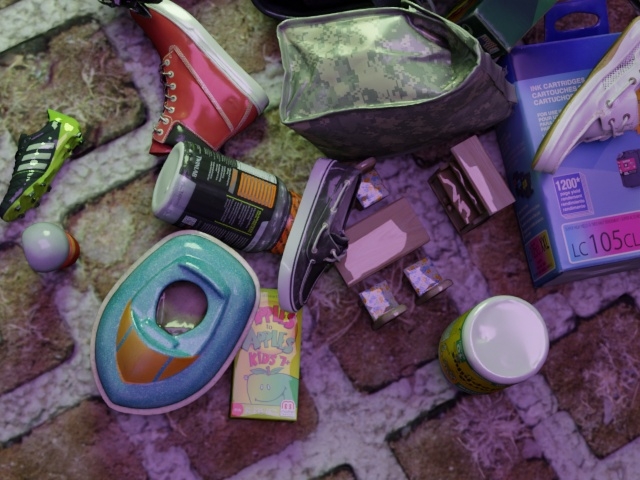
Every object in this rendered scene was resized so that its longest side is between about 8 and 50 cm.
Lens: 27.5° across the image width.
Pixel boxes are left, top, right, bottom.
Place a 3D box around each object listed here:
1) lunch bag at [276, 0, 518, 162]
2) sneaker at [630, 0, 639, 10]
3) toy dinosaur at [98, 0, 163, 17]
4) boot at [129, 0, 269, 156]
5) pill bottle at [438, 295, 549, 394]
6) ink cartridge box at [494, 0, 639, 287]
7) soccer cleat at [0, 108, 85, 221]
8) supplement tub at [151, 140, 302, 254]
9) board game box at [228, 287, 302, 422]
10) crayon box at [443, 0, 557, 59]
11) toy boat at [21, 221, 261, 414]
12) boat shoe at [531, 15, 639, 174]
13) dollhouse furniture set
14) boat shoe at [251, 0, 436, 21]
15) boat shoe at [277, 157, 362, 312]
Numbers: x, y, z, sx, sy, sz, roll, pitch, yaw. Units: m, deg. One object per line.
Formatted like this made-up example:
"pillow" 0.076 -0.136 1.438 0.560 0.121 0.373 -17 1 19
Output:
"lunch bag" 0.111 -0.216 1.780 0.287 0.235 0.168 -5 78 17
"sneaker" 0.497 -0.442 2.033 0.089 0.051 0.170 13 81 -6
"toy dinosaur" -0.263 -0.417 1.863 0.322 0.218 0.164 -24 110 17
"boot" -0.217 -0.221 1.862 0.244 0.088 0.176 45 77 -1
"pill bottle" 0.227 0.148 1.781 0.118 0.208 0.117 2 78 -9
"ink cartridge box" 0.404 -0.151 1.907 0.270 0.151 0.395 -10 78 -10
"soccer cleat" -0.403 -0.104 1.826 0.072 0.060 0.179 30 69 9
"supplement tub" -0.127 -0.053 1.809 0.190 0.117 0.117 22 75 -19
"board game box" -0.076 0.159 1.820 0.092 0.043 0.181 4 77 -7
"crayon box" 0.308 -0.386 1.911 0.081 0.202 0.318 47 74 -9
"toy boat" -0.256 0.081 1.745 0.318 0.148 0.267 33 88 4
"boat shoe" 0.394 -0.184 1.784 0.096 0.098 0.277 39 75 3
"dollhouse furniture set" 0.126 -0.027 1.829 0.242 0.161 0.212 -29 84 -13
"boat shoe" 0.111 -0.392 1.776 0.186 0.500 0.156 60 42 -34
"boat shoe" 0.000 0.000 1.770 0.070 0.078 0.219 19 100 18
